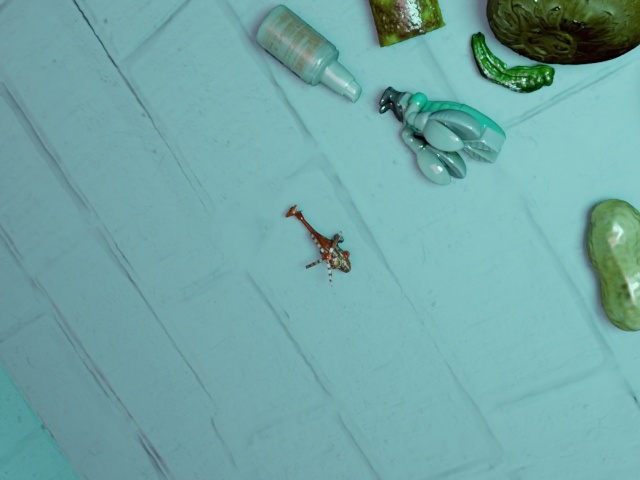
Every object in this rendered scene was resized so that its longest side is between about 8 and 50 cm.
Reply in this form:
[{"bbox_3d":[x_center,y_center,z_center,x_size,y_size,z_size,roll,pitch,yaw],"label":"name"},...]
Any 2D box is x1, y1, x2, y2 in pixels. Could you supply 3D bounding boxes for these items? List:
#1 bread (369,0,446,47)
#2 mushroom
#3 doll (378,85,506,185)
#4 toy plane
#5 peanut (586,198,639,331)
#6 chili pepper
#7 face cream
[{"bbox_3d":[0.157,-0.483,1.198,0.131,0.103,0.172,-10,107,29],"label":"bread"},{"bbox_3d":[0.429,-0.399,1.048,0.297,0.278,0.163,16,96,56],"label":"mushroom"},{"bbox_3d":[0.241,-0.212,1.250,0.258,0.195,0.153,22,79,39],"label":"doll"},{"bbox_3d":[-0.004,0.006,1.435,0.194,0.077,0.126,31,111,17],"label":"toy plane"},{"bbox_3d":[0.606,0.048,1.204,0.125,0.111,0.275,-15,102,19],"label":"peanut"},{"bbox_3d":[0.369,-0.341,1.199,0.182,0.050,0.073,30,122,11],"label":"chili pepper"},{"bbox_3d":[-0.014,-0.386,1.293,0.251,0.101,0.101,39,116,4],"label":"face cream"}]
